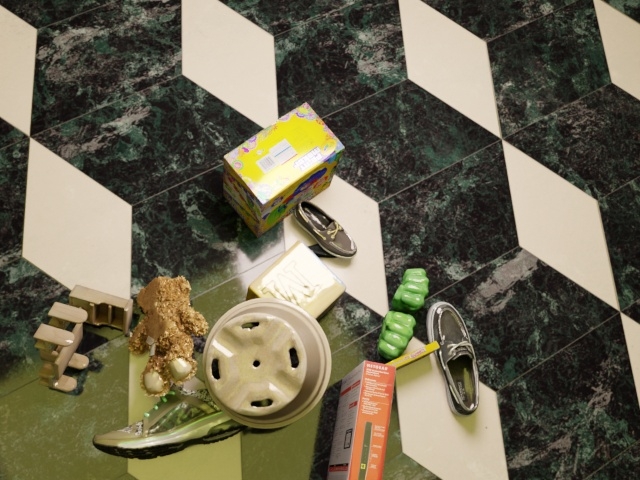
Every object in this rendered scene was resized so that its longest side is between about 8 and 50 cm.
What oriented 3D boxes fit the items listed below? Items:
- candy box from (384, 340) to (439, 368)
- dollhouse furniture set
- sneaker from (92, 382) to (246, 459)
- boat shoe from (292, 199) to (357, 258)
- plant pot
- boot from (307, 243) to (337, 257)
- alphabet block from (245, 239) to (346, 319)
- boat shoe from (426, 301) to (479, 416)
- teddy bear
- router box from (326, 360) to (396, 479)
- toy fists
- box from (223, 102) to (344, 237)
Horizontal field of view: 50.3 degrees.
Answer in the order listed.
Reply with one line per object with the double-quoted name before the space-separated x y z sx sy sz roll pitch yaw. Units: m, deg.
"candy box" 0.231 0.345 1.930 0.205 0.105 0.027 -21 71 -15
"dollhouse furniture set" -0.612 0.252 1.778 0.161 0.212 0.242 16 43 -2
"sneaker" -0.388 0.456 1.792 0.410 0.158 0.182 -8 63 -19
"boat shoe" 0.016 -0.032 1.997 0.227 0.069 0.081 37 64 6
"plant pot" -0.138 0.288 1.613 0.333 0.305 0.334 0 80 0
"boot" 0.000 0.000 2.041 0.121 0.045 0.099 4 71 -12
"alphabet block" -0.072 0.152 1.904 0.193 0.192 0.197 44 70 9
"boat shoe" 0.397 0.331 1.952 0.121 0.119 0.335 -11 74 -12
"teddy bear" -0.403 0.256 1.818 0.245 0.113 0.338 -47 44 11
"router box" 0.098 0.485 1.740 0.082 0.335 0.301 12 71 -4
"toy fists" 0.237 0.209 1.956 0.096 0.142 0.279 25 69 0
"box" -0.114 -0.196 1.964 0.290 0.279 0.177 -37 80 -17
